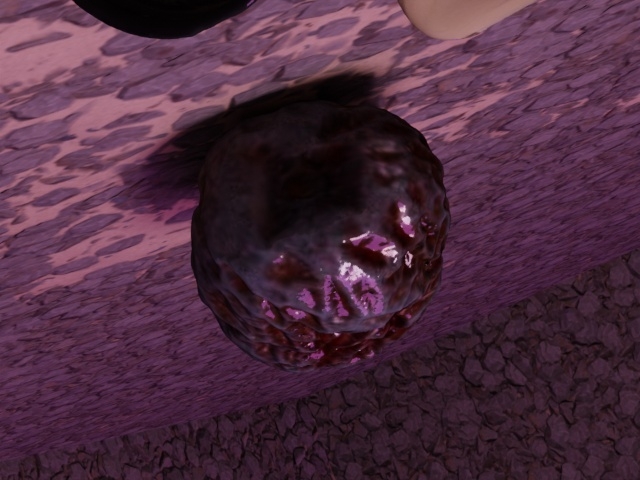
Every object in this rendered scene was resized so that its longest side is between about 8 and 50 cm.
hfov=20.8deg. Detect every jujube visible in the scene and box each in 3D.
[{"bbox_3d":[0.000,0.000,1.502,0.226,0.226,0.317,-19,162,-5],"label":"jujube"}]

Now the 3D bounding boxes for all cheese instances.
[{"bbox_3d":[0.087,-0.191,1.137,0.127,0.054,0.251,-27,168,17],"label":"cheese"}]

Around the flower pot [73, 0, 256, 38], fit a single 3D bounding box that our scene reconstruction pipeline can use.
[{"bbox_3d":[-0.045,-0.173,0.751,0.157,0.157,0.107,-28,180,36],"label":"flower pot"}]
